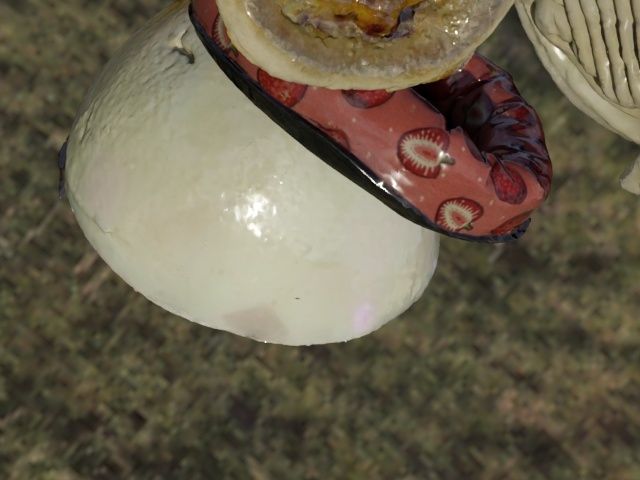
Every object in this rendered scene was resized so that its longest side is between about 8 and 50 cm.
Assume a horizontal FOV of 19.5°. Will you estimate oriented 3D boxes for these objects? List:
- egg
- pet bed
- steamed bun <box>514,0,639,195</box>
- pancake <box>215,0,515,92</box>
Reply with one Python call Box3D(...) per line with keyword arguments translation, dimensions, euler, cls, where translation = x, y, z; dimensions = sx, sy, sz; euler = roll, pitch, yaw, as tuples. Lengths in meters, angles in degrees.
Box3D(translation=(-0.040, -0.086, 1.535), dimensions=(0.337, 0.201, 0.337), euler=(10, 45, -10), cls="egg")
Box3D(translation=(0.026, -0.072, 0.866), dimensions=(0.201, 0.053, 0.201), euler=(31, 18, -11), cls="pet bed")
Box3D(translation=(0.337, -0.177, 1.397), dimensions=(0.219, 0.324, 0.309), euler=(-35, 91, -33), cls="steamed bun")
Box3D(translation=(0.022, -0.126, 0.711), dimensions=(0.152, 0.151, 0.025), euler=(23, 5, -31), cls="pancake")
